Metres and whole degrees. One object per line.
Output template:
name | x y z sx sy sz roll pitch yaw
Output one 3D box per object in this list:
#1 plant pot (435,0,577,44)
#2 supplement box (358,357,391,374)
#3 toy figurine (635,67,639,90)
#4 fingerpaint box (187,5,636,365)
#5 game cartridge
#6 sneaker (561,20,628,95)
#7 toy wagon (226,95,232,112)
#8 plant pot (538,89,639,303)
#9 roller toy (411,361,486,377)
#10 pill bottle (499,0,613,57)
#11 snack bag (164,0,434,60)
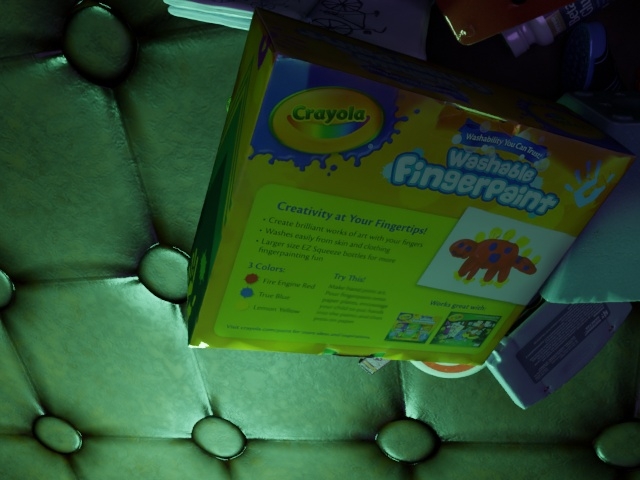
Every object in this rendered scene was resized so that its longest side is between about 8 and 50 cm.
plant pot | 0.235 -0.407 0.637 0.267 0.235 0.267 -11 135 41
supplement box | 0.130 0.249 1.158 0.043 0.055 0.083 42 115 -9
toy figurine | 0.595 -0.183 0.772 0.192 0.217 0.362 2 115 10
fingerpaint box | 0.087 -0.031 0.669 0.445 0.163 0.371 8 124 -22
game cartridge | 0.447 0.173 0.986 0.294 0.060 0.196 -41 113 -3
sneaker | 0.446 -0.242 0.837 0.091 0.081 0.232 -16 131 3
toy wagon | -0.007 -0.231 0.789 0.267 0.344 0.068 -16 112 17
plant pot | 0.434 -0.083 0.776 0.247 0.247 0.252 -1 122 -3
roller toy | 0.253 0.168 1.044 0.191 0.146 0.209 -17 111 17
pill bottle | 0.358 -0.361 0.800 0.169 0.094 0.094 -33 105 23
snack bag | 0.001 -0.352 0.745 0.343 0.323 0.037 15 133 3
